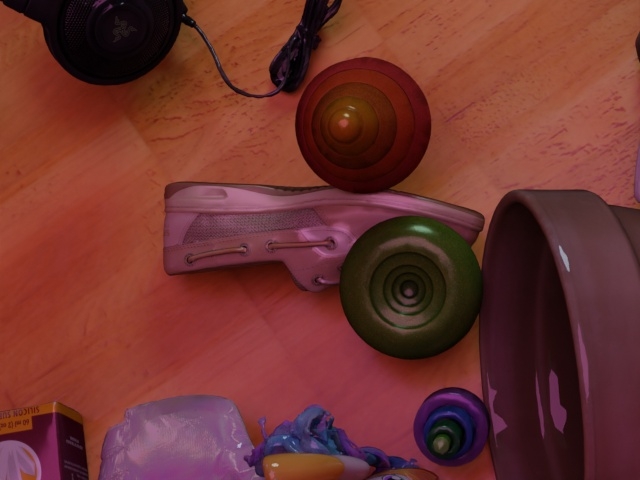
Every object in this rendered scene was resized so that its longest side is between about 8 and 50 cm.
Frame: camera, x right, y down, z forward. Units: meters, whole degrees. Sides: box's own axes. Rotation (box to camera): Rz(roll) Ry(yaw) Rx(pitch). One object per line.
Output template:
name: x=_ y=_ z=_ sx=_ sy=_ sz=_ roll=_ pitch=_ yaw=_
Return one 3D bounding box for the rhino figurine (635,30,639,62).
rhino figurine: x=0.366 y=-0.244 z=1.442 sx=0.106 sy=0.073 sz=0.243 roll=28 pitch=107 yaw=24

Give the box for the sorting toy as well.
sorting toy: x=0.063 y=0.022 z=1.341 sx=0.127 sy=0.126 sz=0.366 roll=-16 pitch=91 yaw=10

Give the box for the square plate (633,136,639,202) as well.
square plate: x=0.462 y=-0.184 z=1.365 sx=0.347 sy=0.049 sz=0.344 roll=6 pitch=105 yaw=8

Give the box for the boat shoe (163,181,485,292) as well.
boat shoe: x=0.000 y=0.000 z=1.466 sx=0.302 sy=0.109 sz=0.098 roll=3 pitch=87 yaw=11

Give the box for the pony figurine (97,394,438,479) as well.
pony figurine: x=-0.071 y=0.256 z=1.311 sx=0.351 sy=0.363 sz=0.303 roll=-19 pitch=79 yaw=21

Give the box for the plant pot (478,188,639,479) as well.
plant pot: x=0.300 y=0.109 z=1.295 sx=0.280 sy=0.323 sz=0.323 roll=-5 pitch=73 yaw=-9

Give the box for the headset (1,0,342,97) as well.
headset: x=-0.183 y=-0.256 z=1.507 sx=0.394 sy=0.243 sz=0.185 roll=26 pitch=108 yaw=-12

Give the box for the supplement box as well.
supplement box: x=-0.268 y=0.252 z=1.452 sx=0.104 sy=0.081 sz=0.188 roll=-11 pitch=73 yaw=7
